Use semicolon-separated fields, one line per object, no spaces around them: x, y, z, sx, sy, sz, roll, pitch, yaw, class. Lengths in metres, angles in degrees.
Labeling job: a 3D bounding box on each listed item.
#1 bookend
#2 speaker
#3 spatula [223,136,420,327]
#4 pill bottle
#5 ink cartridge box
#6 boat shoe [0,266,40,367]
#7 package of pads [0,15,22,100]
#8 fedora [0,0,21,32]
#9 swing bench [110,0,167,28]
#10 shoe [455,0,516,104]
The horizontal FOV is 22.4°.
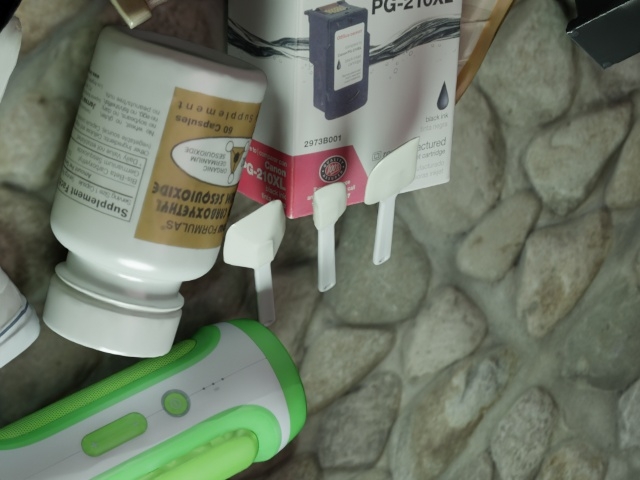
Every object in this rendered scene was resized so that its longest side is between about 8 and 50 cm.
0.301;-0.266;1.496;0.157;0.156;0.072;-26;140;28;bookend
-0.159;0.169;1.288;0.296;0.131;0.131;-25;123;-29;speaker
0.000;0.000;1.322;0.168;0.019;0.242;-30;162;-12;spatula
-0.131;-0.036;1.217;0.131;0.131;0.229;8;104;-41;pill bottle
0.020;-0.157;1.308;0.172;0.100;0.237;-14;117;-35;ink cartridge box
-0.310;0.097;1.177;0.226;0.083;0.076;-43;120;-32;boat shoe
-0.346;-0.053;1.056;0.229;0.101;0.296;18;97;-42;package of pads
-0.268;-0.254;0.925;0.334;0.152;0.334;13;72;-44;fedora
-0.066;-0.309;1.081;0.253;0.165;0.255;-32;168;-12;swing bench
0.127;-0.187;1.418;0.058;0.076;0.219;31;90;1;shoe
